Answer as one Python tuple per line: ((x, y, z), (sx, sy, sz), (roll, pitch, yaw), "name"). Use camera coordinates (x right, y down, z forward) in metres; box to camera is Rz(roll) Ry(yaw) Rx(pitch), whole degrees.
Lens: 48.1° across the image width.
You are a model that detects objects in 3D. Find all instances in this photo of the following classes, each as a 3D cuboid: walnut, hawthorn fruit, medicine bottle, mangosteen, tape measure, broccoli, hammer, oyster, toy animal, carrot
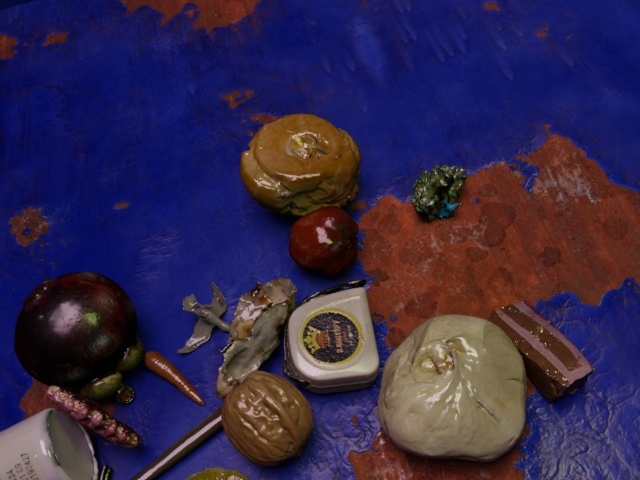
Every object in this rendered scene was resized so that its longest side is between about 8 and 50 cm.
((-0.118, 0.407, 1.630), (0.213, 0.213, 0.213), (-6, 54, 8), "walnut")
((0.000, 0.000, 1.908), (0.202, 0.185, 0.185), (3, 54, 34), "hawthorn fruit")
((-0.728, 0.551, 1.631), (0.378, 0.214, 0.214), (-26, 54, 0), "medicine bottle")
((-0.594, 0.250, 1.818), (0.306, 0.360, 0.306), (-31, 24, 15), "mangosteen")
((0.016, 0.235, 1.760), (0.231, 0.133, 0.271), (-5, 59, -3), "tape measure")
((0.327, -0.139, 1.948), (0.167, 0.160, 0.155), (-6, 81, -5), "broccoli")
((-0.329, 0.497, 1.700), (0.439, 0.044, 0.168), (-35, 57, -14), "hammer")
((-0.164, 0.233, 1.766), (0.133, 0.197, 0.337), (41, 55, -14), "oyster")
((-0.286, 0.206, 1.867), (0.155, 0.095, 0.219), (16, 61, 27), "toy animal")
((-0.368, 0.349, 1.816), (0.216, 0.048, 0.048), (33, 67, 23), "carrot")

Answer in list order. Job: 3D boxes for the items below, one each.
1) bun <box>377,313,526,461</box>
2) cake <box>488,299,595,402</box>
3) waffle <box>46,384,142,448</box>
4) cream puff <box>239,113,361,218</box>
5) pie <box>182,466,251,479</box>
((0.289, 0.321, 1.590), (0.360, 0.213, 0.361), (-7, 53, 10), "bun")
((0.512, 0.257, 1.681), (0.115, 0.113, 0.295), (-22, 41, -11), "cake")
((-0.528, 0.420, 1.686), (0.234, 0.221, 0.056), (17, 67, 31), "waffle")
((-0.054, -0.187, 2.014), (0.327, 0.231, 0.343), (36, 62, 25), "cream puff")
((-0.236, 0.624, 1.567), (0.276, 0.079, 0.277), (-5, 54, 6), "pie")
